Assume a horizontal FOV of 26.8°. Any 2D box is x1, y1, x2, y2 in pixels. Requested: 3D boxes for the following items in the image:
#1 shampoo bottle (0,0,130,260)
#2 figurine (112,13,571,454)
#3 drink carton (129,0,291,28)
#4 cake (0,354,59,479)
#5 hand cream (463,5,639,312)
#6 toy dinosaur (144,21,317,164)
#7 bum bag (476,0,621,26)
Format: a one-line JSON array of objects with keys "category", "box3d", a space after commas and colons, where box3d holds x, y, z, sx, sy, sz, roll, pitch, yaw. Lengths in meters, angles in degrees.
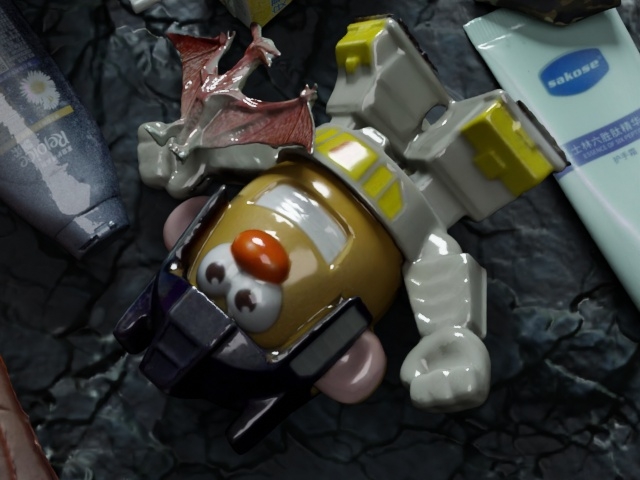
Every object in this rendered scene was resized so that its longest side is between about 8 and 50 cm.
[{"category": "shampoo bottle", "box3d": [-0.212, -0.093, 0.912, 0.087, 0.049, 0.234, -35, 86, -11]}, {"category": "figurine", "box3d": [0.003, 0.003, 0.868, 0.308, 0.143, 0.308, -18, 47, 20]}, {"category": "drink carton", "box3d": [-0.036, -0.205, 0.929, 0.200, 0.084, 0.074, -43, 77, -9]}, {"category": "cake", "box3d": [-0.245, 0.108, 0.854, 0.098, 0.135, 0.287, -27, 94, -23]}, {"category": "hand cream", "box3d": [0.222, -0.038, 0.952, 0.109, 0.067, 0.321, -25, 77, -7]}, {"category": "toy dinosaur", "box3d": [-0.062, -0.096, 0.868, 0.108, 0.032, 0.220, -44, 43, -5]}, {"category": "bum bag", "box3d": [0.138, -0.270, 0.938, 0.102, 0.069, 0.248, -14, 99, -3]}]
